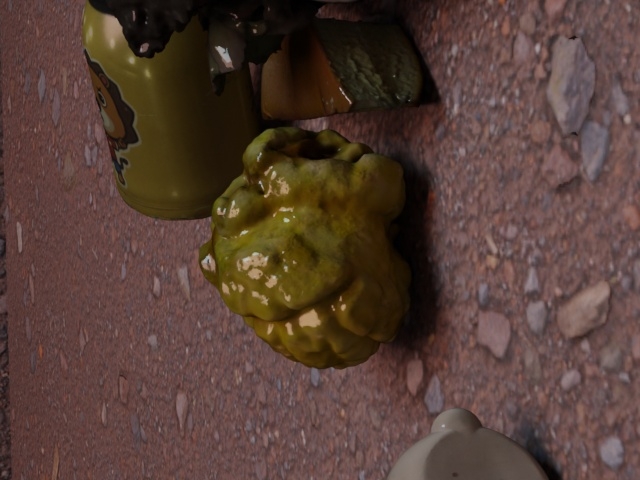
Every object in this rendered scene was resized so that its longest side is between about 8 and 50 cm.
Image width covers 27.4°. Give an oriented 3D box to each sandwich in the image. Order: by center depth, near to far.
[{"bbox_3d":[0.012,-0.155,1.192,0.258,0.094,0.096,-166,74,-67],"label":"sandwich"}]

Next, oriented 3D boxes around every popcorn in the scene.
[{"bbox_3d":[0.000,0.000,1.164,0.203,0.200,0.226,-53,4,17],"label":"popcorn"}]

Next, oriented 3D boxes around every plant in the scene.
[{"bbox_3d":[-0.106,-0.221,1.098,0.142,0.131,0.203,-23,113,35],"label":"plant"}]

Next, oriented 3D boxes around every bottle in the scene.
[{"bbox_3d":[-0.164,-0.206,1.364,0.171,0.172,0.351,-124,19,-50],"label":"bottle"}]

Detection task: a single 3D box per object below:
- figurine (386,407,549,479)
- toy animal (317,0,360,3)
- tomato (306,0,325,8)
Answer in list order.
[{"bbox_3d":[0.094,0.253,1.016,0.155,0.127,0.235,60,151,30],"label":"figurine"},{"bbox_3d":[0.014,-0.331,1.025,0.212,0.213,0.266,145,119,-62],"label":"toy animal"},{"bbox_3d":[-0.036,-0.300,1.219,0.195,0.136,0.195,175,90,-90],"label":"tomato"}]
